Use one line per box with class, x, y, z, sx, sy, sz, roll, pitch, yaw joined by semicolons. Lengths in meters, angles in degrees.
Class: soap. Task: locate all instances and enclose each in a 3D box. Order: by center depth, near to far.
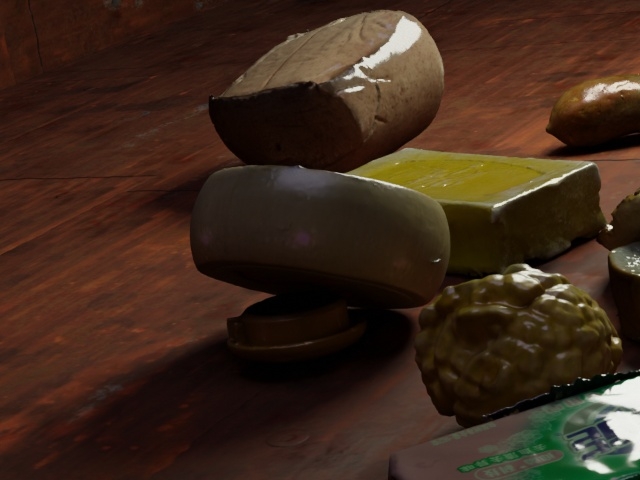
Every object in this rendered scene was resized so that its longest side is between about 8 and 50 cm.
soap;0.196;0.183;1.359;0.273;0.098;0.218;-16;23;-13
soap;0.153;-0.037;2.175;0.199;0.091;0.315;-21;19;-38

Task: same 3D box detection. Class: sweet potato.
sweet potato;0.444;-0.179;2.493;0.291;0.097;0.097;-6;16;10

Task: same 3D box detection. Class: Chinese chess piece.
Chinese chess piece;0.000;0.000;1.917;0.273;0.102;0.273;7;-10;1

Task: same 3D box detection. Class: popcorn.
popcorn;0.170;0.098;1.608;0.180;0.180;0.170;-5;44;17

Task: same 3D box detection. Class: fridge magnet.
fridge magnet;-0.025;0.088;1.884;0.143;0.063;0.143;-9;10;2

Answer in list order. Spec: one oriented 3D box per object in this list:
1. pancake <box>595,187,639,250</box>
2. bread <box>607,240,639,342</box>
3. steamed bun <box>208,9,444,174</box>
pancake;0.446;-0.079;1.934;0.356;0.065;0.356;-26;-15;-8
bread;0.391;0.041;1.788;0.236;0.070;0.236;-8;15;2
steamed bun;0.016;-0.175;2.576;0.301;0.199;0.251;-4;32;50
